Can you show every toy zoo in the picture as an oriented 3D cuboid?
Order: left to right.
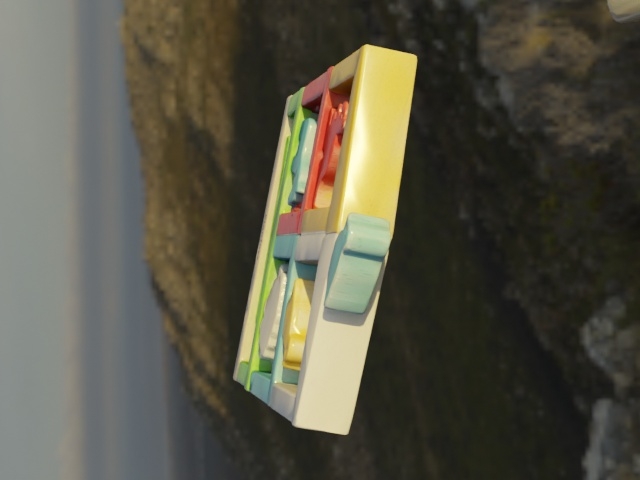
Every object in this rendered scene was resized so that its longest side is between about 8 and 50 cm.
[{"bbox_3d":[0.000,0.000,0.799,0.293,0.030,0.192,175,106,-79],"label":"toy zoo"}]

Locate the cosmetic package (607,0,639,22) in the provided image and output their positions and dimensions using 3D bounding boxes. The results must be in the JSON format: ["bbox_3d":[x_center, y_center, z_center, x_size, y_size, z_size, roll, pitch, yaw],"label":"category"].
[{"bbox_3d":[0.255,-0.205,0.614,0.296,0.129,0.153,-11,92,55],"label":"cosmetic package"}]
